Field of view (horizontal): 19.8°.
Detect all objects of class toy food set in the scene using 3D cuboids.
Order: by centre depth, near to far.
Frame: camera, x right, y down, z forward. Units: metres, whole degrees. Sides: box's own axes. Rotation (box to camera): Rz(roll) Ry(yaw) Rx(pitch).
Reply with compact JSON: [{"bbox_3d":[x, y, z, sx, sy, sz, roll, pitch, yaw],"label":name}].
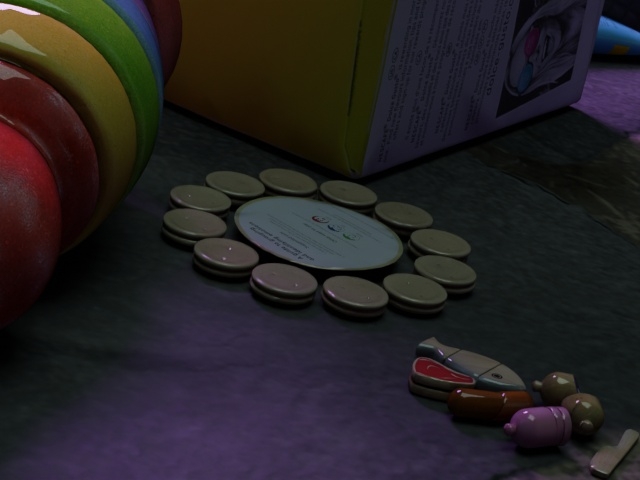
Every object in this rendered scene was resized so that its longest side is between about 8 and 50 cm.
[{"bbox_3d":[0.095,0.077,0.906,0.122,0.019,0.078,21,24,20],"label":"toy food set"}]

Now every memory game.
[{"bbox_3d":[0.000,0.000,1.050,0.186,0.012,0.186,11,23,-5],"label":"memory game"}]

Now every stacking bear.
[{"bbox_3d":[-0.168,-0.055,0.923,0.164,0.175,0.289,6,31,2],"label":"stacking bear"}]

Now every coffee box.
[{"bbox_3d":[0.006,-0.281,1.294,0.337,0.338,0.334,24,25,27],"label":"coffee box"}]

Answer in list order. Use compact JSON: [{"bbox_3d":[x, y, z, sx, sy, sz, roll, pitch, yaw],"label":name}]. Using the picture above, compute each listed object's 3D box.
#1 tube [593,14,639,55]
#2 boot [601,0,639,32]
[{"bbox_3d":[0.202,-0.182,1.553,0.207,0.052,0.080,4,28,-33],"label":"tube"},{"bbox_3d":[0.176,-0.304,1.686,0.338,0.118,0.223,20,16,-23],"label":"boot"}]
